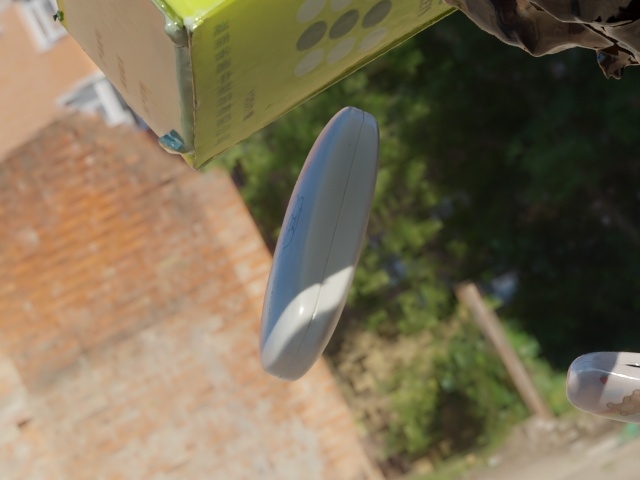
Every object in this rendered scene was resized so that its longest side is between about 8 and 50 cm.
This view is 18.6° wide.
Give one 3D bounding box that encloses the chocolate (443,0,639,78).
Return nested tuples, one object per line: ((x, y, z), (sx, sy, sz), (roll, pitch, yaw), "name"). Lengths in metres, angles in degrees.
((0.088, -0.117, 0.681), (0.206, 0.177, 0.224), (-12, 24, 17), "chocolate")

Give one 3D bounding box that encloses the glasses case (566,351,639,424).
((0.143, 0.063, 0.800), (0.083, 0.021, 0.032), (9, -41, 2), "glasses case")

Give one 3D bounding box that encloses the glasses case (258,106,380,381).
((0.000, 0.000, 1.230), (0.074, 0.049, 0.193), (124, 165, -55), "glasses case")

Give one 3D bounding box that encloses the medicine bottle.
((-0.007, -0.167, 0.989), (0.250, 0.141, 0.137), (-34, -27, -18), "medicine bottle")
